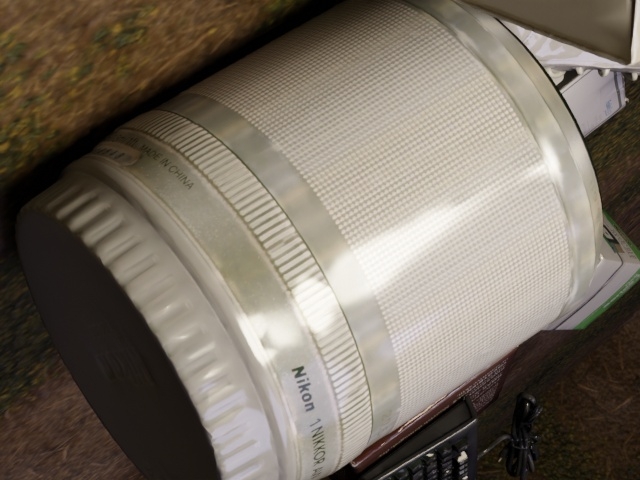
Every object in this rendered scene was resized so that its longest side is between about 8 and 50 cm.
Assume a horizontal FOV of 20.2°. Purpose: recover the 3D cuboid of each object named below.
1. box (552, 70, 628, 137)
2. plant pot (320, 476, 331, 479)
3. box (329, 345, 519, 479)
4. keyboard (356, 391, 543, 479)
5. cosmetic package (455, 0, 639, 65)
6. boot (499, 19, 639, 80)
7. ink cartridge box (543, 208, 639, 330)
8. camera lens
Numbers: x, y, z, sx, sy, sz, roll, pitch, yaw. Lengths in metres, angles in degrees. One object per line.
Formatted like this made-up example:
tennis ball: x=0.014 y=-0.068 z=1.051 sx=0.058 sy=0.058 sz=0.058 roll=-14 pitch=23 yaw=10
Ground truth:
box: x=0.075 y=-0.057 z=1.263 sx=0.290 sy=0.087 sz=0.169 roll=-38 pitch=166 yaw=4
plant pot: x=0.036 y=0.193 z=1.717 sx=0.256 sy=0.256 sz=0.274 roll=-24 pitch=145 yaw=-43
box: x=0.043 y=0.094 z=1.489 sx=0.167 sy=0.168 sz=0.203 roll=-37 pitch=166 yaw=-10
keyboard: x=0.117 y=0.206 z=1.531 sx=0.201 sy=0.033 sz=0.317 roll=-36 pitch=158 yaw=-11
cosmetic package: x=0.200 y=-0.202 z=0.886 sx=0.309 sy=0.160 sz=0.113 roll=-25 pitch=127 yaw=-31
boot: x=0.174 y=-0.137 z=1.114 sx=0.123 sy=0.095 sz=0.258 roll=-33 pitch=131 yaw=12
ink cartridge box: x=0.177 y=-0.010 z=1.506 sx=0.092 sy=0.160 sz=0.219 roll=-42 pitch=166 yaw=13
camera lens: x=0.000 y=0.000 z=0.993 sx=0.274 sy=0.219 sz=0.219 roll=-32 pitch=164 yaw=-22
